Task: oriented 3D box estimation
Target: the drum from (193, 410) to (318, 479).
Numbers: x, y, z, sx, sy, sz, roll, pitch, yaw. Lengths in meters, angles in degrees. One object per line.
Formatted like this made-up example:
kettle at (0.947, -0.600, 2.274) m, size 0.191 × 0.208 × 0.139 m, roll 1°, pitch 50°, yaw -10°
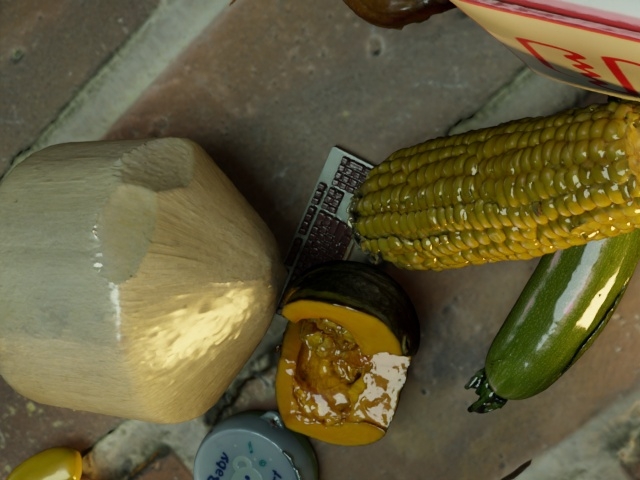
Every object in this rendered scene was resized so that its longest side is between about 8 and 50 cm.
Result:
drum at (-0.011, 0.262, 1.167) m, size 0.253 × 0.049 × 0.130 m, roll 43°, pitch 115°, yaw 7°

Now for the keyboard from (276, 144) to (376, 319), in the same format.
keyboard at (0.000, 0.000, 1.111) m, size 0.055 × 0.017 × 0.166 m, roll 29°, pitch 113°, yaw 13°

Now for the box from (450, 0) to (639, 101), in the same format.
box at (0.274, -0.227, 0.750) m, size 0.300 × 0.312 × 0.314 m, roll 17°, pitch 94°, yaw 20°

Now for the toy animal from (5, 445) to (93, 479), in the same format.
toy animal at (-0.249, 0.253, 1.253) m, size 0.114 × 0.082 × 0.091 m, roll 26°, pitch 80°, yaw 27°

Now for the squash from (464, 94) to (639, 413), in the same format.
squash at (0.206, 0.014, 0.996) m, size 0.071 × 0.080 × 0.318 m, roll 48°, pitch 123°, yaw 51°

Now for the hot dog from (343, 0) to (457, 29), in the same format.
hot dog at (0.061, -0.301, 0.951) m, size 0.196 × 0.122 × 0.272 m, roll -19°, pitch 92°, yaw 23°

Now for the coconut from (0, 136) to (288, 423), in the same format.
coconut at (-0.150, 0.030, 1.064) m, size 0.265 × 0.237 × 0.237 m, roll 5°, pitch 106°, yaw 27°

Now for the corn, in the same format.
corn at (0.137, -0.036, 0.942) m, size 0.318 × 0.115 × 0.115 m, roll -9°, pitch 102°, yaw 53°

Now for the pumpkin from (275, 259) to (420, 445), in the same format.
pumpkin at (0.024, 0.079, 1.067) m, size 0.119 × 0.108 × 0.183 m, roll 22°, pitch 140°, yaw 8°
